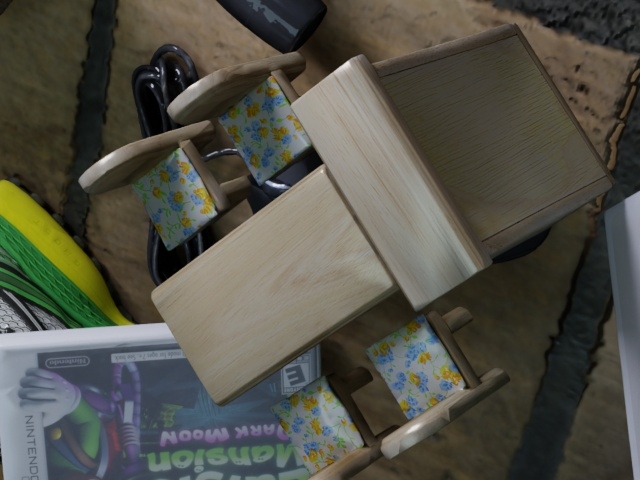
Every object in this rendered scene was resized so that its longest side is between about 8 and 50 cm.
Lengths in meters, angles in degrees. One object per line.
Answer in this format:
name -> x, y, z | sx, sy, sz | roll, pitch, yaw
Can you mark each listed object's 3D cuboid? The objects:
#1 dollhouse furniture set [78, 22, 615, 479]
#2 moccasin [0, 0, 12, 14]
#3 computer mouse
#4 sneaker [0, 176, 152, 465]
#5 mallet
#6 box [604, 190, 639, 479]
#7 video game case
dollhouse furniture set -> -0.001, 0.006, 0.865 | 0.242, 0.161, 0.212 | -35, 84, 33
moccasin -> -0.332, -0.244, 0.979 | 0.380, 0.139, 0.147 | 33, 121, -8
computer mouse -> 0.000, 0.000, 1.004 | 0.262, 0.060, 0.184 | 14, 125, 19
sneaker -> -0.155, 0.115, 1.103 | 0.343, 0.146, 0.134 | 40, 129, -3
mallet -> -0.001, -0.186, 0.906 | 0.062, 0.039, 0.190 | 32, 124, 8
box -> 0.260, 0.072, 0.764 | 0.127, 0.262, 0.231 | 15, 151, -31
video game case -> -0.093, 0.131, 1.035 | 0.190, 0.022, 0.173 | -4, 111, -7
